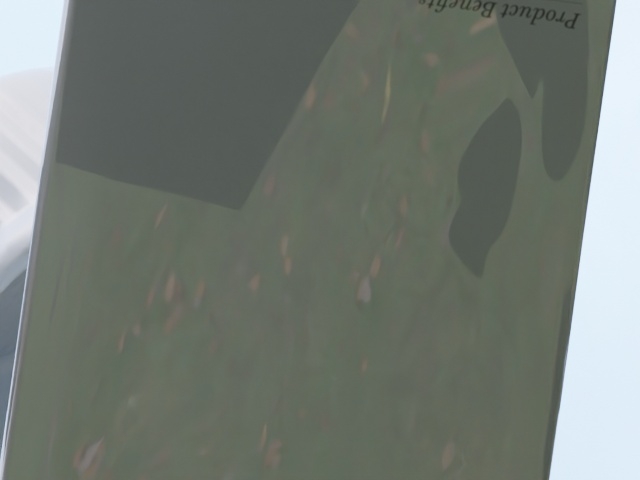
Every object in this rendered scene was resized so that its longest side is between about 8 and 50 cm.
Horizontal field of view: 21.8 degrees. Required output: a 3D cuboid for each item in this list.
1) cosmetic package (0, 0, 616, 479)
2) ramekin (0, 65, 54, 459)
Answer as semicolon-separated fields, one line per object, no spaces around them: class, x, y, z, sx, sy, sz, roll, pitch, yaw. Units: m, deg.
cosmetic package;0.000;0.000;0.626;0.197;0.155;0.365;9;-88;6
ramekin;-0.158;0.034;0.950;0.277;0.135;0.277;-34;-30;-24
